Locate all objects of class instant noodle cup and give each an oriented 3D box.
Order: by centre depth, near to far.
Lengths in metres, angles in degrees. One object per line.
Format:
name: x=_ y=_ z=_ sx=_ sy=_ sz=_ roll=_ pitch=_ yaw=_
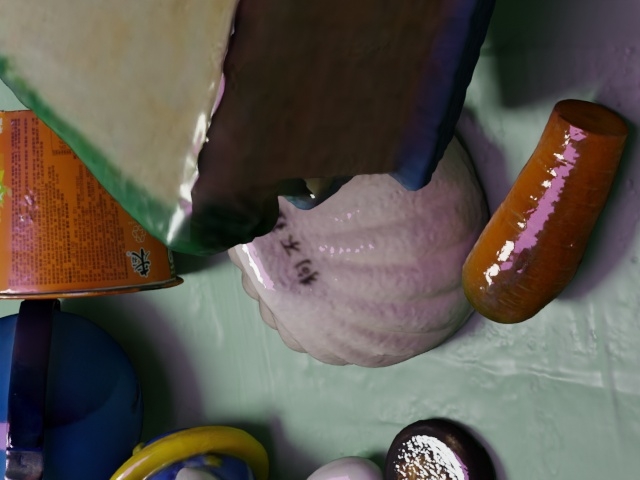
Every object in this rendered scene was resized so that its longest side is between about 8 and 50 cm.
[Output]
instant noodle cup: x=-0.256 y=-0.039 z=1.446 sx=0.230 sy=0.230 sz=0.182 roll=0 pitch=95 yaw=40

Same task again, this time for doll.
doll: x=-0.095 y=0.261 z=1.419 sx=0.311 sy=0.242 sz=0.159 roll=-34 pitch=119 yaw=10
doll: x=-0.311 y=0.215 z=1.560 sx=0.240 sy=0.284 sz=0.310 roll=1 pitch=128 yaw=-5

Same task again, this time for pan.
pan: x=0.091 y=0.261 z=1.358 sx=0.115 sy=0.040 sz=0.212 roll=39 pitch=125 yaw=31

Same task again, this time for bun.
bun: x=0.000 y=0.000 z=1.264 sx=0.263 sy=0.175 sz=0.263 roll=14 pitch=113 yaw=35

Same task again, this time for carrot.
carrot: x=0.183 y=-0.017 z=1.164 sx=0.087 sy=0.087 sz=0.193 roll=43 pitch=123 yaw=22

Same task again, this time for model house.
model house: x=-0.034 y=-0.218 z=1.122 sx=0.382 sy=0.342 sz=0.334 roll=36 pitch=120 yaw=41
